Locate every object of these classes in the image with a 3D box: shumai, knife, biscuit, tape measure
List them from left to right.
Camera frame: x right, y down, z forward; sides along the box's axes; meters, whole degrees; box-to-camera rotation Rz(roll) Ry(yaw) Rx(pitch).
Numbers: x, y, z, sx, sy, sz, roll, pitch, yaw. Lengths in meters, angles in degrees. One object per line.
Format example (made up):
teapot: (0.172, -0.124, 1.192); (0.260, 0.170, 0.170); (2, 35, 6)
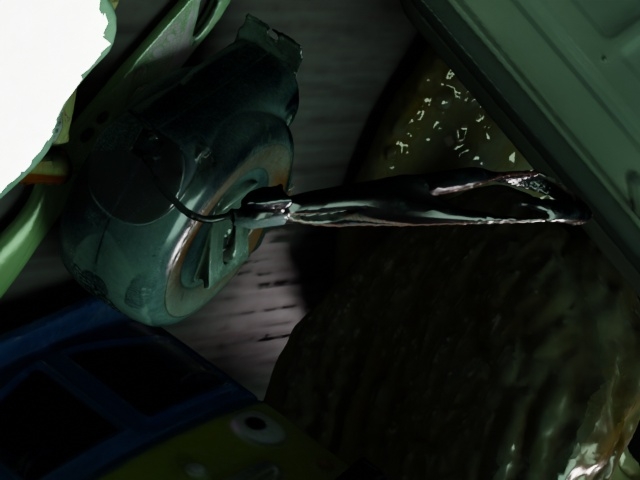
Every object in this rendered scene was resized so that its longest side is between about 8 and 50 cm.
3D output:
knife: (-0.099, -0.022, 0.707); (0.207, 0.014, 0.030); (-51, 149, 1)
tape measure: (-0.001, 0.003, 0.701); (0.104, 0.179, 0.107); (-63, 173, -48)
shumai: (0.075, 0.092, 0.823); (0.153, 0.161, 0.210); (29, 82, -41)
biscuit: (0.090, -0.065, 0.855); (0.290, 0.038, 0.141); (-47, 143, 4)

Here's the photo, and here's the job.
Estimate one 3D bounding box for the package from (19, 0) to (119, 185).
package: (-0.109, -0.072, 0.627); (0.108, 0.031, 0.121); (-4, 125, -46)

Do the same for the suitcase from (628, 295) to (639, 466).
suitcase: (0.287, 0.042, 0.922); (0.345, 0.339, 0.188); (-52, 151, 5)

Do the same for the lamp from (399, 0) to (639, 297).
lamp: (0.205, -0.083, 0.771); (0.266, 0.269, 0.047); (-36, 170, -17)

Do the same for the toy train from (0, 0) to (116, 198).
toy train: (-0.201, -0.044, 0.447); (0.299, 0.167, 0.238); (-42, 156, -8)

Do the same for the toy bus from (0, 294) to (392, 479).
toy bus: (-0.089, 0.181, 0.774); (0.138, 0.175, 0.288); (-24, 140, -41)
